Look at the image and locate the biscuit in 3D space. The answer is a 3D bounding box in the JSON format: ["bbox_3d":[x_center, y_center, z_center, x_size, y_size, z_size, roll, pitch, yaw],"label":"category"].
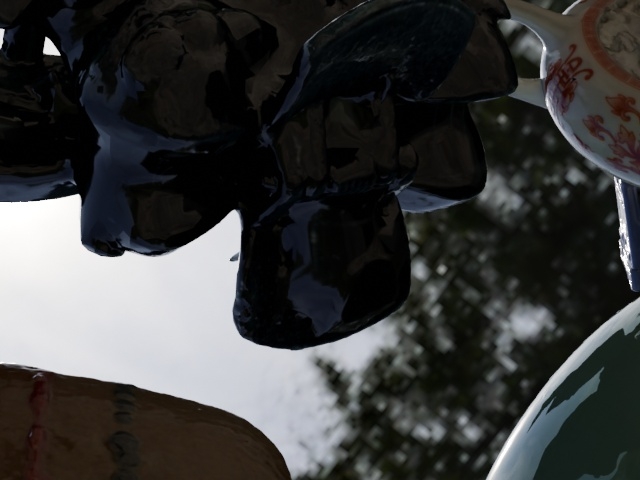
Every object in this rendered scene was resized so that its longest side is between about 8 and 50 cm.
[{"bbox_3d":[-0.149,0.186,1.263,0.277,0.052,0.262,14,-148,-4],"label":"biscuit"}]

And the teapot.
[{"bbox_3d":[0.199,-0.095,1.087,0.245,0.116,0.159,9,-126,-5],"label":"teapot"}]

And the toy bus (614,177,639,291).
[{"bbox_3d":[0.405,-0.034,1.573,0.292,0.133,0.125,-9,-165,7],"label":"toy bus"}]

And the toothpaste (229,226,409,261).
[{"bbox_3d":[0.000,0.000,1.145,0.052,0.218,0.033,-25,-82,-21],"label":"toothpaste"}]

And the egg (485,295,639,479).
[{"bbox_3d":[0.203,0.187,0.899,0.276,0.389,0.276,16,-164,-5],"label":"egg"}]

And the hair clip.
[{"bbox_3d":[-0.029,-0.082,0.876,0.310,0.194,0.206,-12,-135,-31],"label":"hair clip"}]
